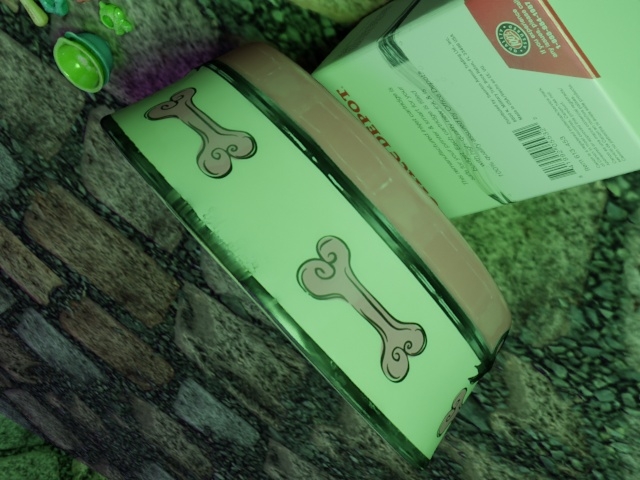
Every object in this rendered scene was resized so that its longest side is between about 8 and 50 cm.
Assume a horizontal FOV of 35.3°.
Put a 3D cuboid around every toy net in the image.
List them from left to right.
[{"bbox_3d":[-0.311,-0.265,1.088,0.232,0.045,0.122,38,149,1],"label":"toy net"}]

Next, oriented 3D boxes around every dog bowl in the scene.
[{"bbox_3d":[0.000,0.000,0.884,0.408,0.150,0.408,47,176,4],"label":"dog bowl"}]

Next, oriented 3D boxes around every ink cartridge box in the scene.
[{"bbox_3d":[0.133,-0.122,0.774,0.172,0.100,0.237,49,147,-18],"label":"ink cartridge box"}]
